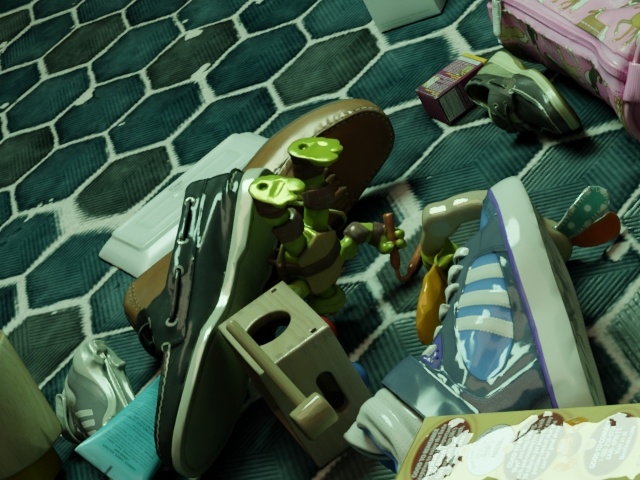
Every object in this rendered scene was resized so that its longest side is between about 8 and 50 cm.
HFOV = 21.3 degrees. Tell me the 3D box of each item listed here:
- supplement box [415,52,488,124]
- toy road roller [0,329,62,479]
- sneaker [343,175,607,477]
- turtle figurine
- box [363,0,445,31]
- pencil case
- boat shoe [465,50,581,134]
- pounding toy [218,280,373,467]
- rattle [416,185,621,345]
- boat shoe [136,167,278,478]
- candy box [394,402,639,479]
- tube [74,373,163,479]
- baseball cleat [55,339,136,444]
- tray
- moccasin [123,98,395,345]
[{"bbox_3d":[0.168,-0.186,2.074,0.083,0.043,0.055,-37,29,-12],"label":"supplement box"},{"bbox_3d":[-0.436,0.187,1.908,0.329,0.202,0.240,-21,19,21],"label":"toy road roller"},{"bbox_3d":[0.116,0.099,1.534,0.236,0.130,0.323,-23,46,13],"label":"sneaker"},{"bbox_3d":[0.000,0.000,1.766,0.269,0.217,0.087,-34,43,-24],"label":"turtle figurine"},{"bbox_3d":[0.113,-0.361,2.347,0.101,0.102,0.087,-14,31,28],"label":"box"},{"bbox_3d":[0.321,-0.223,1.865,0.167,0.160,0.386,-33,29,-4],"label":"pencil case"},{"bbox_3d":[0.227,-0.155,1.939,0.073,0.080,0.223,-39,25,1],"label":"boat shoe"},{"bbox_3d":[-0.012,0.118,1.613,0.094,0.181,0.206,-35,28,-8],"label":"pounding toy"},{"bbox_3d":[0.196,0.024,1.658,0.199,0.130,0.143,3,29,4],"label":"rattle"},{"bbox_3d":[-0.132,0.077,1.750,0.113,0.127,0.340,4,70,20],"label":"boat shoe"},{"bbox_3d":[0.230,0.210,1.230,0.316,0.183,0.087,-8,35,37],"label":"candy box"},{"bbox_3d":[-0.167,0.182,1.756,0.207,0.080,0.052,-48,-12,-51],"label":"tube"},{"bbox_3d":[-0.229,0.203,1.825,0.109,0.072,0.206,-59,34,28],"label":"baseball cleat"},{"bbox_3d":[-0.164,-0.057,2.204,0.270,0.030,0.145,-41,29,-17],"label":"tray"},{"bbox_3d":[-0.055,-0.014,1.915,0.380,0.139,0.147,-40,32,-17],"label":"moccasin"}]
